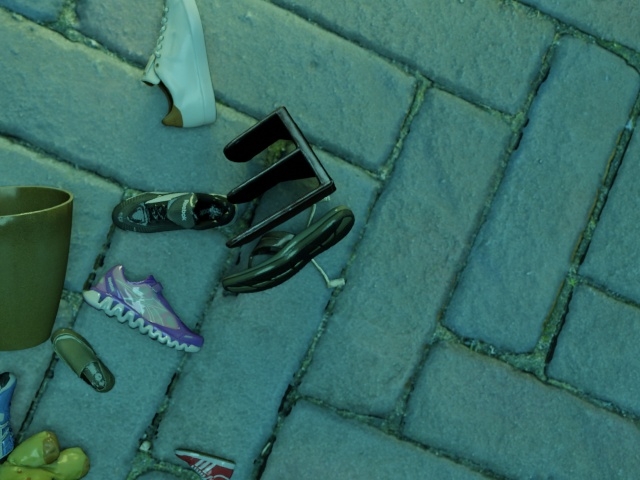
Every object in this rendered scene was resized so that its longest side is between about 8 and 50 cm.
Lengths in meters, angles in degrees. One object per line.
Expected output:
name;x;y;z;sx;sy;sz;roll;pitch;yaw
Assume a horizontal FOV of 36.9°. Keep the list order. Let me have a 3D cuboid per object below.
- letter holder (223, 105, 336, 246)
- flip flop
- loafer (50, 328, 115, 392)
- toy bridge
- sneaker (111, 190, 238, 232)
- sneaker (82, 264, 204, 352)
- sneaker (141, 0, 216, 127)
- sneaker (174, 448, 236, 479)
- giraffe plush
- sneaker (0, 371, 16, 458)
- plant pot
letter holder;-0.102;-0.100;1.682;0.214;0.302;0.152;-33;90;2
flip flop;-0.065;0.010;1.788;0.277;0.112;0.080;-36;70;5
loafer;-0.431;0.220;1.750;0.148;0.050;0.056;45;82;-8
toy bridge;0.000;0.000;1.845;0.063;0.026;0.188;-11;91;-10
sneaker;-0.263;-0.054;1.753;0.234;0.106;0.078;-2;90;-11
sneaker;-0.310;0.122;1.756;0.236;0.095;0.104;31;77;-9
sneaker;-0.274;-0.349;1.749;0.123;0.106;0.290;-11;94;-13
sneaker;-0.223;0.432;1.796;0.118;0.042;0.067;19;83;-13
giraffe plush;-0.494;0.441;1.646;0.210;0.170;0.181;20;99;-33
sneaker;-0.581;0.335;1.714;0.081;0.080;0.211;21;96;-17
plant pot;-0.539;0.053;1.655;0.237;0.237;0.254;-3;105;-11
